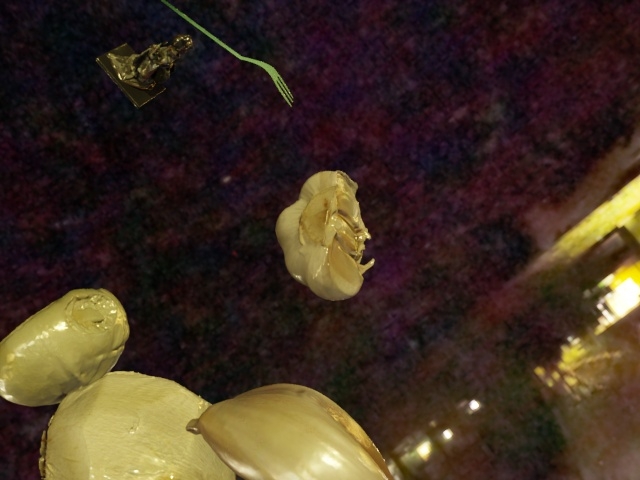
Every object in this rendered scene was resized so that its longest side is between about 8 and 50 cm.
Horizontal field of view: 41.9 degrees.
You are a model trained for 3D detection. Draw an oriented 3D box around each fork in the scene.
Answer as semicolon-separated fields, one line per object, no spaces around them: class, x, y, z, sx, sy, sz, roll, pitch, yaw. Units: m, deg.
fork;-0.125;-0.274;1.191;0.021;0.235;0.039;-45;-159;25

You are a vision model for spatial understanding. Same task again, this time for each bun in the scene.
bun;-0.621;0.285;2.043;0.364;0.202;0.364;-37;171;-7

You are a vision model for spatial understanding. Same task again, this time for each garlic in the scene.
garlic;0.000;0.000;1.449;0.142;0.230;0.178;-15;151;20
garlic;-0.008;0.208;0.807;0.110;0.228;0.217;-57;-170;-10

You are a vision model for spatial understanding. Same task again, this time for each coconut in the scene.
coconut;-0.326;0.426;1.569;0.360;0.347;0.346;7;162;4

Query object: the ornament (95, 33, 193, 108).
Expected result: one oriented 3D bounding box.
ornament;-0.396;-0.454;2.024;0.196;0.153;0.166;-31;-165;28
